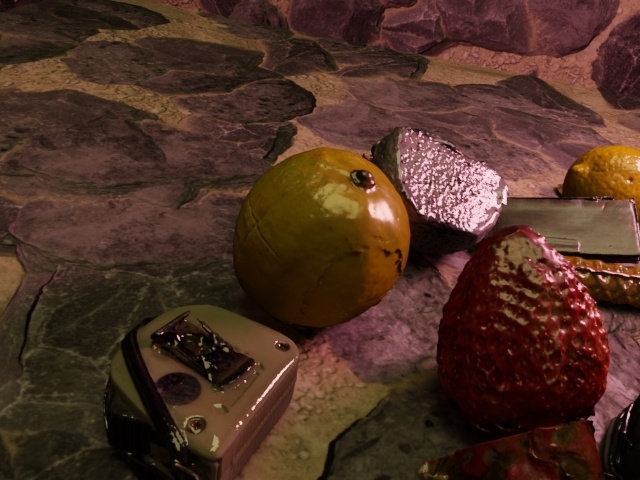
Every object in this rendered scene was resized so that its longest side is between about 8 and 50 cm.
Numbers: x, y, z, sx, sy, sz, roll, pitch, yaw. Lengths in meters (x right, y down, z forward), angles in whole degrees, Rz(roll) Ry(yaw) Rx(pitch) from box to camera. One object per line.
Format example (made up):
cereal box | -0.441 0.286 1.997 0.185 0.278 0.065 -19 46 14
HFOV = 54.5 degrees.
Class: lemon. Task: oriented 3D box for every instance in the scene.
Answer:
lemon | 0.000 0.001 1.008 0.297 0.297 0.297 8 30 -5
lemon | 0.695 -0.113 1.473 0.253 0.228 0.228 20 31 2

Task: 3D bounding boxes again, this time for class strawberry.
strawberry | 0.279 0.124 0.896 0.239 0.288 0.250 -12 16 -18

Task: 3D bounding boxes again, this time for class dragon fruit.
dragon fruit | 0.225 0.303 0.725 0.211 0.262 0.134 -9 63 17
dragon fruit | 0.223 -0.073 1.316 0.283 0.204 0.221 21 57 -13

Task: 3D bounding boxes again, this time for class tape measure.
tape measure | -0.175 0.191 0.800 0.231 0.133 0.271 20 34 16

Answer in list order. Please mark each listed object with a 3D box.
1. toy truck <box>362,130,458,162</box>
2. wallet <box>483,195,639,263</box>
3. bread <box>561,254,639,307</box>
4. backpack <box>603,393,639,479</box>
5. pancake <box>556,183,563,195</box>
toy truck | 0.217 -0.183 1.554 0.270 0.135 0.114 -18 43 -33
wallet | 0.515 -0.027 1.348 0.317 0.044 0.169 2 52 14
bread | 0.538 0.077 1.258 0.368 0.084 0.077 9 -10 1
backpack | 0.536 0.306 0.839 0.258 0.133 0.206 29 38 17
pancake | 0.703 -0.130 1.716 0.108 0.017 0.108 9 33 -6
